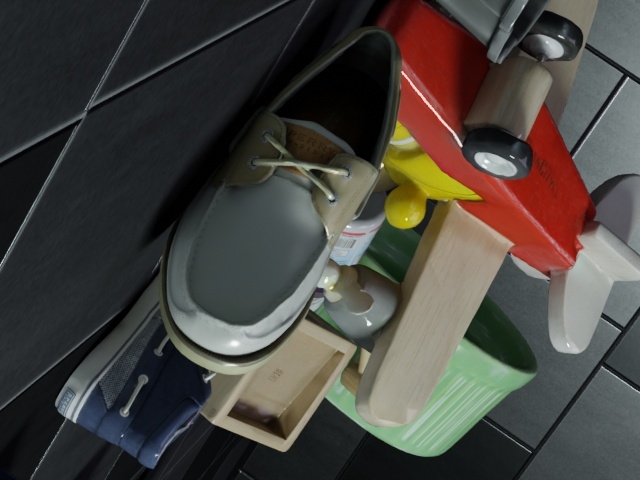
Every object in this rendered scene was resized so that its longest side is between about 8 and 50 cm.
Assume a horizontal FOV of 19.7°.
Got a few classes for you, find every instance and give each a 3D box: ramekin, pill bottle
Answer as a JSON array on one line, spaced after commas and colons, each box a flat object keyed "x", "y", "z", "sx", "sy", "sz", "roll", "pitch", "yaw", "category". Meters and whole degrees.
[{"x": 0.075, "y": 0.094, "z": 2.001, "sx": 0.148, "sy": 0.303, "sz": 0.303, "roll": -50, "pitch": 176, "yaw": 12, "category": "ramekin"}, {"x": 0.000, "y": 0.000, "z": 1.811, "sx": 0.087, "sy": 0.087, "sz": 0.160, "roll": -51, "pitch": 174, "yaw": -45, "category": "pill bottle"}]

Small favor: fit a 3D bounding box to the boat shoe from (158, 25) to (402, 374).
[{"x": -0.023, "y": -0.041, "z": 1.267, "sx": 0.103, "sy": 0.113, "sz": 0.302, "roll": -62, "pitch": -178, "yaw": 46, "category": "boat shoe"}]

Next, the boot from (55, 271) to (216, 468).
[{"x": -0.106, "y": 0.082, "z": 1.342, "sx": 0.190, "sy": 0.086, "sz": 0.069, "roll": -52, "pitch": 174, "yaw": -37, "category": "boot"}]

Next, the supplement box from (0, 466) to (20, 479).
[{"x": -0.225, "y": 0.213, "z": 1.235, "sx": 0.083, "sy": 0.056, "sz": 0.083, "roll": -52, "pitch": 173, "yaw": -39, "category": "supplement box"}]

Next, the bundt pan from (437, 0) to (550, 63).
[{"x": 0.163, "y": -0.290, "z": 1.265, "sx": 0.331, "sy": 0.124, "sz": 0.331, "roll": -54, "pitch": 174, "yaw": -8, "category": "bundt pan"}]

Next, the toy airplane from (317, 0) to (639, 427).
[{"x": 0.137, "y": -0.063, "z": 1.676, "sx": 0.386, "sy": 0.272, "sz": 0.384, "roll": -27, "pitch": 122, "yaw": -52, "category": "toy airplane"}]

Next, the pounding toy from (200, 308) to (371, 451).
[{"x": -0.024, "y": 0.104, "z": 1.790, "sx": 0.181, "sy": 0.094, "sz": 0.206, "roll": -56, "pitch": 143, "yaw": 3, "category": "pounding toy"}]
